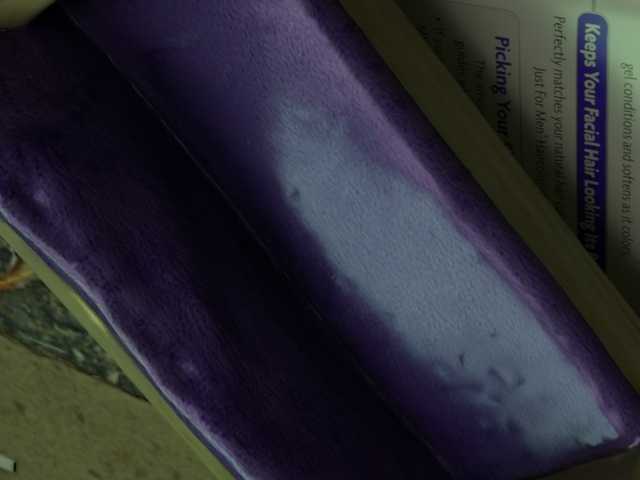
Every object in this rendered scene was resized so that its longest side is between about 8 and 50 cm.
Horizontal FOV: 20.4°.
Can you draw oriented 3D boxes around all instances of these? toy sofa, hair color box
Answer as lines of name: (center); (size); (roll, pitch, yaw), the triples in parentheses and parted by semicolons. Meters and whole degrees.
toy sofa: (0.000, 0.000, 0.789); (0.150, 0.177, 0.362); (-27, 106, 44)
hair color box: (0.131, -0.070, 0.849); (0.339, 0.110, 0.185); (14, 130, 25)
